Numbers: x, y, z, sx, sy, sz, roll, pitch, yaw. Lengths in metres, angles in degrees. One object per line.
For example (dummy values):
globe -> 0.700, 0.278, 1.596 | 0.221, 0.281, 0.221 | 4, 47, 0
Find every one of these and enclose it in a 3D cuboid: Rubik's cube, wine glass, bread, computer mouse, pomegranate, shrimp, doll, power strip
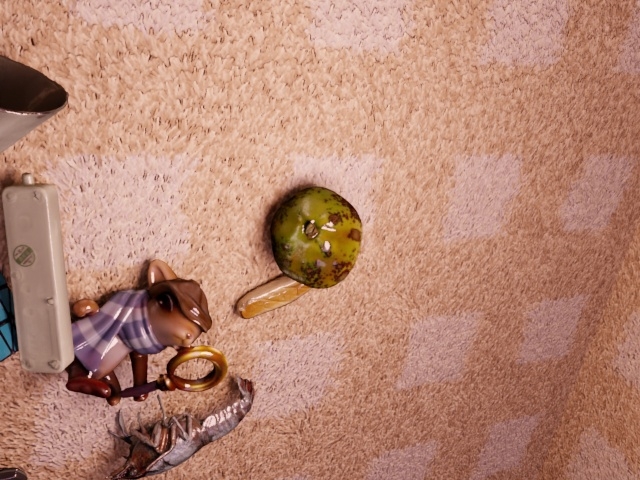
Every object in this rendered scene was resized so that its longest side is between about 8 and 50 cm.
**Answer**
Rubik's cube -> -0.650, 0.194, 1.416 | 0.190, 0.178, 0.211 | -27, 127, -13
wine glass -> -0.607, -0.096, 1.235 | 0.267, 0.267, 0.406 | 11, 115, -37
bread -> -0.106, 0.126, 1.810 | 0.214, 0.053, 0.073 | -25, 125, -16
computer mouse -> -0.723, 0.568, 1.661 | 0.105, 0.062, 0.192 | 26, 106, -41
pomegranate -> 0.015, 0.006, 1.721 | 0.276, 0.204, 0.222 | 31, 82, -44
shrimp -> -0.336, 0.452, 1.790 | 0.410, 0.166, 0.221 | -16, 151, -19
doll -> -0.386, 0.210, 1.572 | 0.339, 0.209, 0.318 | -27, 113, -9
power strip -> -0.533, 0.062, 1.417 | 0.091, 0.062, 0.385 | 1, 103, 7
